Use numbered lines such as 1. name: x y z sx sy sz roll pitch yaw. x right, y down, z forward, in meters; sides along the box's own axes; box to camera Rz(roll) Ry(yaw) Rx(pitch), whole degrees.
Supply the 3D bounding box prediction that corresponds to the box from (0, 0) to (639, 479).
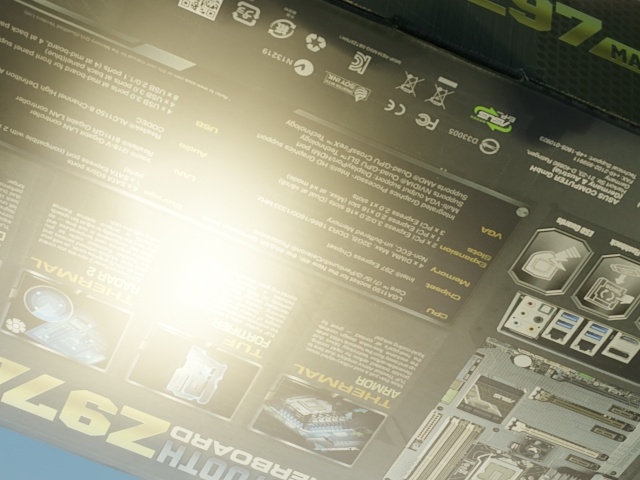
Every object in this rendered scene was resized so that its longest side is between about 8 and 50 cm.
1. box: 0.000 0.000 0.420 0.232 0.183 0.059 22 -138 -8
